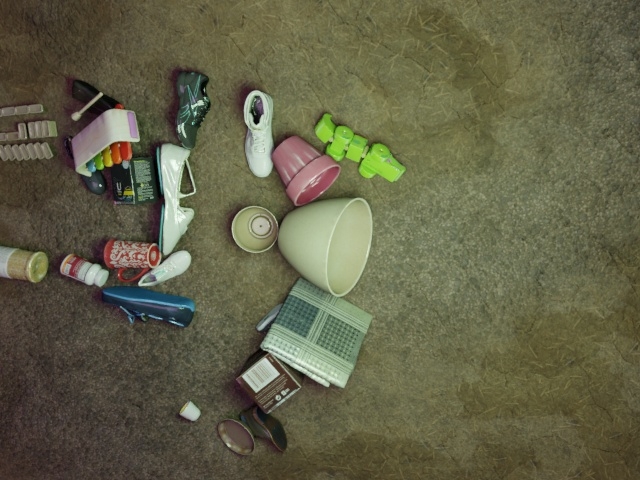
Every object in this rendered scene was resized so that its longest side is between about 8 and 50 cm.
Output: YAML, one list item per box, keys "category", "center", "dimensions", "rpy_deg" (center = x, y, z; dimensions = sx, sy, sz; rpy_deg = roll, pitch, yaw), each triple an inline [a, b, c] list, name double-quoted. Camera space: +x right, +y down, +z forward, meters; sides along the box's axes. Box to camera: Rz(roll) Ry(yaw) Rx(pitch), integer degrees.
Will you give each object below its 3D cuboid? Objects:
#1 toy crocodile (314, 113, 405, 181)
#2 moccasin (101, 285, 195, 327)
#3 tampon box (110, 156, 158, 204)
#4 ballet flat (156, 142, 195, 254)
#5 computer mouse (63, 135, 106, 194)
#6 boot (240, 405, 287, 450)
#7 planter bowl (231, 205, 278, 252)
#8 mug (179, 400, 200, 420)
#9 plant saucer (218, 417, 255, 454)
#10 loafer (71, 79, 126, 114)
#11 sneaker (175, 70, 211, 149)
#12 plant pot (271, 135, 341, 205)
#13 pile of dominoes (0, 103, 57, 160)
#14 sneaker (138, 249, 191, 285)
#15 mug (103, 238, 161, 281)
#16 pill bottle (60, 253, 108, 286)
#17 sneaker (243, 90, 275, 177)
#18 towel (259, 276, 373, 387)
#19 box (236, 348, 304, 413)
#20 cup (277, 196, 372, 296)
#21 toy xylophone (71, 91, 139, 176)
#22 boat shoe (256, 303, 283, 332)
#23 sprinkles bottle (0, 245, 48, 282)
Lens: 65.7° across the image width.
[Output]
- category: "toy crocodile"
  center: [0.133, -0.310, 1.688]
  dimensions: [0.341, 0.105, 0.115]
  rpy_deg: [28, 142, -1]
- category: "moccasin"
  center: [-0.643, 0.255, 1.829]
  dimensions: [0.342, 0.137, 0.116]
  rpy_deg: [12, 104, 4]
- category: "tampon box"
  center: [-0.660, -0.211, 1.750]
  dimensions: [0.121, 0.101, 0.160]
  rpy_deg: [3, 101, 35]
- category: "ballet flat"
  center: [-0.511, -0.143, 1.765]
  dimensions: [0.139, 0.139, 0.399]
  rpy_deg: [2, 98, 5]
- category: "computer mouse"
  center: [-0.866, -0.274, 1.811]
  dimensions: [0.071, 0.041, 0.242]
  rpy_deg: [-33, 94, 10]
- category: "boot"
  center: [-0.217, 0.725, 1.910]
  dimensions: [0.106, 0.082, 0.219]
  rpy_deg: [-21, 106, 33]
- category: "planter bowl"
  center: [-0.220, -0.045, 1.754]
  dimensions: [0.162, 0.109, 0.161]
  rpy_deg: [1, 98, 5]
- category: "mug"
  center: [-0.505, 0.667, 1.928]
  dimensions: [0.064, 0.078, 0.062]
  rpy_deg: [41, 68, -11]
- category: "plant saucer"
  center: [-0.317, 0.747, 1.904]
  dimensions: [0.169, 0.029, 0.168]
  rpy_deg: [12, 116, 25]
- category: "loafer"
  center: [-0.786, -0.481, 1.758]
  dimensions: [0.220, 0.080, 0.078]
  rpy_deg: [35, 110, 4]
- category: "sneaker"
  center: [-0.439, -0.449, 1.714]
  dimensions: [0.106, 0.101, 0.267]
  rpy_deg: [2, 100, 3]
- category: "plant pot"
  center: [-0.062, -0.247, 1.675]
  dimensions: [0.201, 0.201, 0.180]
  rpy_deg: [-42, 79, 10]
- category: "pile of dominoes"
  center: [-1.091, -0.393, 1.826]
  dimensions: [0.252, 0.040, 0.195]
  rpy_deg: [-1, 100, 14]
- category: "sneaker"
  center: [-0.572, 0.113, 1.819]
  dimensions: [0.212, 0.094, 0.080]
  rpy_deg: [-33, 93, 9]
- category: "mug"
  center: [-0.674, 0.067, 1.806]
  dimensions: [0.170, 0.113, 0.150]
  rpy_deg: [2, 121, 13]
- category: "pill bottle"
  center: [-0.879, 0.115, 1.852]
  dimensions: [0.152, 0.086, 0.086]
  rpy_deg: [22, 100, 1]
- category: "sneaker"
  center: [-0.215, -0.357, 1.674]
  dimensions: [0.108, 0.169, 0.292]
  rpy_deg: [1, 100, 3]
- category: "towel"
  center: [-0.004, 0.324, 1.740]
  dimensions: [0.325, 0.312, 0.056]
  rpy_deg: [28, 145, 0]
- category: "box"
  center: [-0.169, 0.472, 1.784]
  dimensions: [0.168, 0.203, 0.167]
  rpy_deg: [-40, 93, 11]
- category: "cup"
  center: [0.000, 0.000, 1.665]
  dimensions: [0.237, 0.331, 0.330]
  rpy_deg: [14, 101, 28]
- category: "toy xylophone"
  center: [-0.752, -0.361, 1.695]
  dimensions: [0.323, 0.081, 0.236]
  rpy_deg: [-13, 80, 33]
- category: "boat shoe"
  center: [-0.177, 0.289, 1.839]
  dimensions: [0.142, 0.049, 0.040]
  rpy_deg: [-42, 112, 11]
- category: "sprinkles bottle"
  center: [-1.221, 0.075, 1.858]
  dimensions: [0.356, 0.121, 0.121]
  rpy_deg: [8, 100, 4]
